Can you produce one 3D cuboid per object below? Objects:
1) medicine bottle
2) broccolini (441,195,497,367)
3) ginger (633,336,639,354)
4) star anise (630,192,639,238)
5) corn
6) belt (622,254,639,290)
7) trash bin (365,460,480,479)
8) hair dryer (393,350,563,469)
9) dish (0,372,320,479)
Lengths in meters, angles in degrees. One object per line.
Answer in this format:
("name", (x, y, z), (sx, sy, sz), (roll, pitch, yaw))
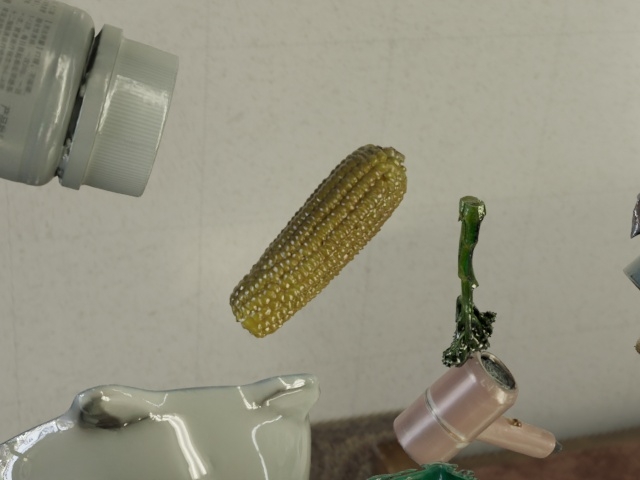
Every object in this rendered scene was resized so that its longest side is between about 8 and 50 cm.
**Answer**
("medicine bottle", (-0.359, -0.191, 1.571), (0.306, 0.245, 0.245), (16, 111, -12))
("broccolini", (0.173, 0.054, 1.329), (0.057, 0.071, 0.254), (8, 139, 8))
("ginger", (0.566, 0.178, 1.785), (0.137, 0.213, 0.074), (35, 70, -14))
("star anise", (0.473, -0.069, 1.474), (0.230, 0.081, 0.262), (-37, 167, 2))
("corn", (0.000, 0.000, 1.813), (0.363, 0.120, 0.120), (-49, 123, 3))
("belt", (0.504, 0.105, 1.362), (0.173, 0.300, 0.436), (-44, 157, 12))
("trash bin", (0.102, 0.460, 1.309), (0.295, 0.259, 0.381), (-12, 90, -16))
("hair dryer", (0.292, 0.289, 1.894), (0.344, 0.107, 0.189), (22, 121, -41))
("dish", (-0.102, 0.161, 0.638), (0.228, 0.086, 0.236), (3, 145, -35))
